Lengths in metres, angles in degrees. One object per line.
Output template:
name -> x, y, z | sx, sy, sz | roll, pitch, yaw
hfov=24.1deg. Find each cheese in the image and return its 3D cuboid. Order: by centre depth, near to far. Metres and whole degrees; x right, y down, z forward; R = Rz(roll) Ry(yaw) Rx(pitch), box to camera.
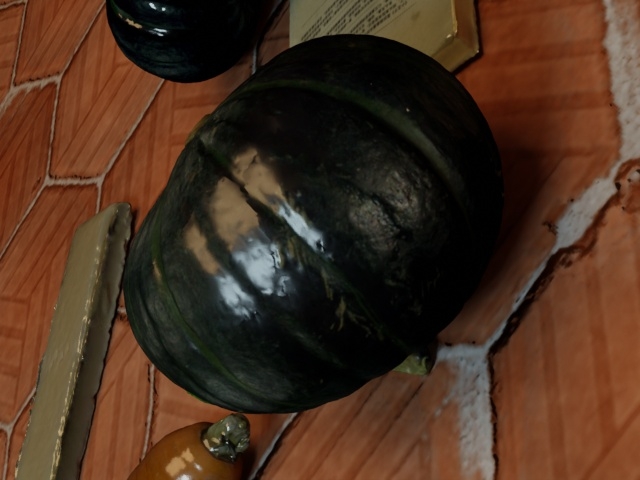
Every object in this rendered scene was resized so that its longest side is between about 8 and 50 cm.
cheese -> -0.227, 0.151, 1.312 | 0.085, 0.034, 0.400 | -20, 54, 46

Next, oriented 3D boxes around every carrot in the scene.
carrot -> -0.146, 0.230, 1.105 | 0.336, 0.069, 0.069 | -49, 34, 31

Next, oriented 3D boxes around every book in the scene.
book -> 0.038, -0.202, 1.151 | 0.201, 0.026, 0.289 | -37, 41, 40

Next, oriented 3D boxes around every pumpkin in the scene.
pumpkin -> 0.000, 0.000, 0.908 | 0.250, 0.216, 0.250 | -32, 17, 10
pumpkin -> -0.108, -0.229, 1.260 | 0.194, 0.150, 0.194 | -58, 15, 26

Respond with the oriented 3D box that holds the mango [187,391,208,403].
mango -> -0.073, 0.038, 1.063 | 0.100, 0.119, 0.178 | -29, 43, 31
